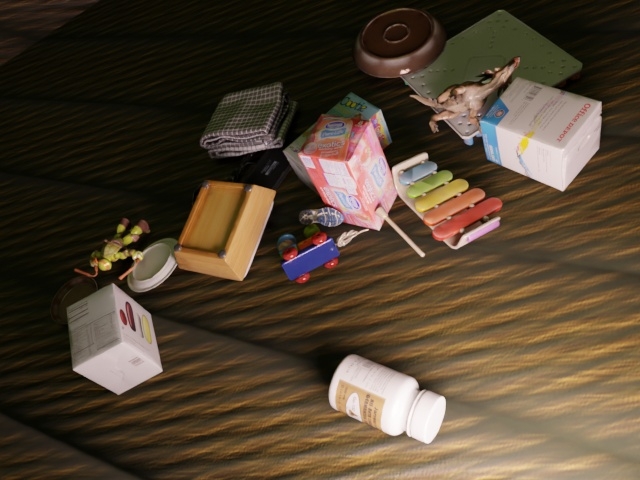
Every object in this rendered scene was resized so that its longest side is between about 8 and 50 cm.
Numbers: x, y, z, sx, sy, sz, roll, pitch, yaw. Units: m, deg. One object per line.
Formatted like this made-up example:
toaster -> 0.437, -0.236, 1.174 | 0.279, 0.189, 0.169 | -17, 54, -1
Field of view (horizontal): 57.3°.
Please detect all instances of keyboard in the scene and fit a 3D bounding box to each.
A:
keyboard -> -0.183, -0.233, 1.873 | 0.202, 0.033, 0.317 | 22, 67, 31

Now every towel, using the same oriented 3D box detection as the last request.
towel -> -0.236, -0.393, 1.921 | 0.284, 0.121, 0.235 | -5, 48, 27

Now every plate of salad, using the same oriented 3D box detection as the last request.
plate of salad -> -0.500, 0.078, 1.782 | 0.200, 0.048, 0.199 | -19, 44, 19

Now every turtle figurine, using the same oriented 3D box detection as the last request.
turtle figurine -> -0.646, 0.021, 1.836 | 0.270, 0.087, 0.217 | -7, 40, 30

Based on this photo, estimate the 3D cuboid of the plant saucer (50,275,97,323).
plant saucer -> -0.761, 0.189, 1.827 | 0.169, 0.029, 0.168 | -12, 54, 17

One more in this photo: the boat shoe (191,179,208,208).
boat shoe -> -0.379, -0.099, 1.828 | 0.065, 0.083, 0.183 | 10, 62, 28

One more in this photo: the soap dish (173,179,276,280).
soap dish -> -0.283, -0.042, 1.708 | 0.229, 0.118, 0.290 | 9, 69, 27

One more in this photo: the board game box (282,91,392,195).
board game box -> 0.053, -0.278, 1.731 | 0.275, 0.142, 0.144 | -42, 51, -8

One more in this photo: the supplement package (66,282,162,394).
supplement package -> -0.553, 0.266, 1.578 | 0.149, 0.194, 0.203 | -28, 52, 2

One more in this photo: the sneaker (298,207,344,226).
sneaker -> 0.010, -0.069, 1.618 | 0.135, 0.058, 0.052 | 6, 100, 29

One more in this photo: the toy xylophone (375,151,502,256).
toy xylophone -> 0.292, -0.085, 1.502 | 0.236, 0.081, 0.323 | -33, 54, -21

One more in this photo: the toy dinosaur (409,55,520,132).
toy dinosaur -> 0.406, -0.402, 1.624 | 0.296, 0.127, 0.200 | 8, 49, 46

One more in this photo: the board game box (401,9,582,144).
board game box -> 0.493, -0.496, 1.754 | 0.390, 0.050, 0.390 | -32, 50, 0

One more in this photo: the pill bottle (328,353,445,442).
pill bottle -> 0.144, 0.344, 1.268 | 0.229, 0.131, 0.131 | 16, 65, 31

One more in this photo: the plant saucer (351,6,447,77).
plant saucer -> 0.248, -0.654, 1.892 | 0.311, 0.050, 0.310 | -8, 58, 13

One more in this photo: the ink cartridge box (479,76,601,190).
ink cartridge box -> 0.561, -0.272, 1.493 | 0.233, 0.168, 0.171 | 33, 75, 36

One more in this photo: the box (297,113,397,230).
box -> 0.082, -0.175, 1.545 | 0.154, 0.300, 0.142 | 15, 65, 31

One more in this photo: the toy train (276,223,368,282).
toy train -> 0.000, 0.000, 1.602 | 0.248, 0.105, 0.143 | -28, 34, -3
